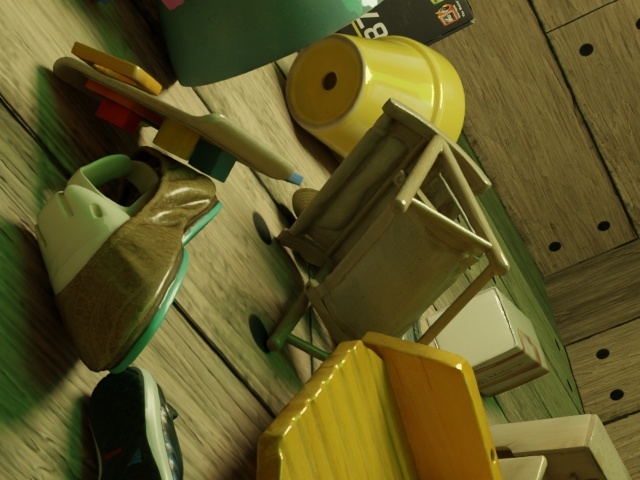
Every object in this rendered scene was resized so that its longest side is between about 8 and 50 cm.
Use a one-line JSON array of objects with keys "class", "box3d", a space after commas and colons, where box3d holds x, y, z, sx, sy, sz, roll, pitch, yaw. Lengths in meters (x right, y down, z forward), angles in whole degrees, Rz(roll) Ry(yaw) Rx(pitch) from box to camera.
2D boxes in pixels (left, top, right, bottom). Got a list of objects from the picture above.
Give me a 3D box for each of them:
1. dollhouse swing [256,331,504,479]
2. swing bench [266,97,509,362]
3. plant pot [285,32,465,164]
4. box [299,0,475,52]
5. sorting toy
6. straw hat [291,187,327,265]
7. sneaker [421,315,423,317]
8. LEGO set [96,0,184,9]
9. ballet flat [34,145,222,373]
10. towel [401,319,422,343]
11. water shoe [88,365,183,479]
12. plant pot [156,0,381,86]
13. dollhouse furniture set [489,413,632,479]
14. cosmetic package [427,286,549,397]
[{"class": "dollhouse swing", "box3d": [0.158, 0.265, 1.001, 0.347, 0.305, 0.315, -41, 118, -60]}, {"class": "swing bench", "box3d": [0.076, 0.010, 1.274, 0.165, 0.253, 0.254, 30, 29, -17]}, {"class": "plant pot", "box3d": [0.078, -0.238, 1.773, 0.239, 0.254, 0.254, 14, 52, -52]}, {"class": "box", "box3d": [0.054, -0.498, 1.898, 0.395, 0.318, 0.097, 57, 17, -30]}, {"class": "sorting toy", "box3d": [-0.145, -0.106, 1.025, 0.047, 0.196, 0.348, -66, 154, -3]}, {"class": "straw hat", "box3d": [0.000, 0.000, 1.456, 0.061, 0.144, 0.144, -49, 122, -26]}, {"class": "sneaker", "box3d": [0.128, 0.047, 1.820, 0.094, 0.080, 0.212, 50, 26, -76]}, {"class": "LEGO set", "box3d": [-0.224, -0.323, 1.193, 0.093, 0.087, 0.227, 47, 18, -55]}, {"class": "ballet flat", "box3d": [-0.168, -0.007, 0.888, 0.124, 0.116, 0.342, 43, 20, -11]}, {"class": "towel", "box3d": [0.114, 0.124, 1.546, 0.324, 0.056, 0.312, -92, 169, -45]}, {"class": "water shoe", "box3d": [-0.125, 0.187, 0.782, 0.080, 0.073, 0.203, 52, 21, -45]}, {"class": "plant pot", "box3d": [-0.081, -0.336, 1.253, 0.290, 0.290, 0.195, -78, 146, -64]}, {"class": "dollhouse furniture set", "box3d": [0.285, 0.462, 1.563, 0.362, 0.257, 0.394, 58, 39, -24]}, {"class": "cosmetic package", "box3d": [0.340, 0.209, 2.094, 0.296, 0.153, 0.129, 33, 35, -60]}]
